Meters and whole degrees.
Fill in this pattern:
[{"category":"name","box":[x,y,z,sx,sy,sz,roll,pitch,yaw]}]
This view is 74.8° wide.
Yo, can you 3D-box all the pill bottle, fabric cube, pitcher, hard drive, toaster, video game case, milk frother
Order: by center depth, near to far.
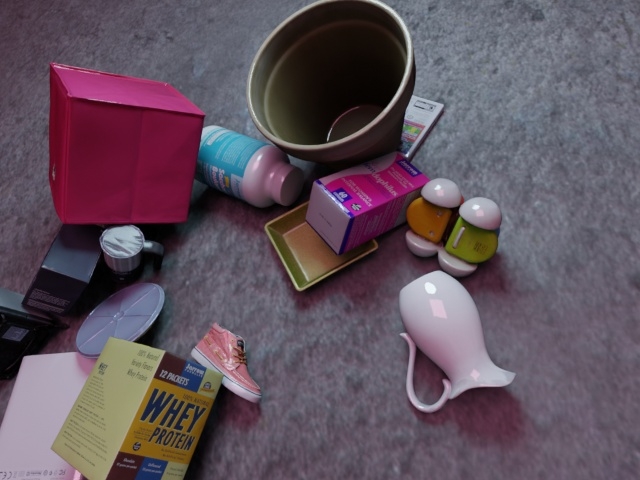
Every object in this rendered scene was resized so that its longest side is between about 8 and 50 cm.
[{"category":"pitcher","box":[0.200,0.174,0.723,0.178,0.125,0.207,-31,69,13]},{"category":"hard drive","box":[-0.531,0.384,0.819,0.211,0.040,0.318,-7,60,10]},{"category":"toaster","box":[-0.689,0.198,0.893,0.110,0.185,0.168,35,82,30]},{"category":"fabric cube","box":[-0.437,-0.206,0.920,0.259,0.257,0.254,-4,34,-38]},{"category":"milk frother","box":[-0.427,0.001,0.948,0.129,0.134,0.143,-10,67,-28]},{"category":"pill bottle","box":[-0.171,-0.166,0.978,0.264,0.146,0.146,24,69,25]},{"category":"video game case","box":[0.172,-0.296,1.040,0.202,0.023,0.183,27,71,24]}]

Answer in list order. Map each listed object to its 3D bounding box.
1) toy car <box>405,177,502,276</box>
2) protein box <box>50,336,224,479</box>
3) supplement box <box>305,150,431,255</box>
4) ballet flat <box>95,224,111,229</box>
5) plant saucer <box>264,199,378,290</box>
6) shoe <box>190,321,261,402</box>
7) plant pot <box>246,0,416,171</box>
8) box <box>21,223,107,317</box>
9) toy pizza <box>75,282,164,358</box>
[{"category":"toy car","box":[0.265,-0.032,0.815,0.182,0.159,0.136,33,37,28]},{"category":"protein box","box":[-0.312,0.295,0.724,0.200,0.136,0.201,-2,58,40]},{"category":"supplement box","box":[0.096,-0.079,0.839,0.220,0.113,0.111,-25,58,-31]},{"category":"ballet flat","box":[-0.570,-0.078,1.068,0.077,0.091,0.240,-16,60,-22]},{"category":"plant saucer","box":[0.000,0.000,0.902,0.189,0.045,0.188,-29,59,-4]},{"category":"shoe","box":[-0.166,0.229,0.803,0.178,0.063,0.081,27,76,30]},{"category":"plant pot","box":[0.051,-0.276,0.887,0.324,0.280,0.322,-5,73,19]},{"category":"box","box":[-0.557,0.056,0.921,0.158,0.093,0.155,-41,36,32]},{"category":"toy pizza","box":[-0.421,0.170,0.894,0.202,0.032,0.201,-15,36,12]}]
